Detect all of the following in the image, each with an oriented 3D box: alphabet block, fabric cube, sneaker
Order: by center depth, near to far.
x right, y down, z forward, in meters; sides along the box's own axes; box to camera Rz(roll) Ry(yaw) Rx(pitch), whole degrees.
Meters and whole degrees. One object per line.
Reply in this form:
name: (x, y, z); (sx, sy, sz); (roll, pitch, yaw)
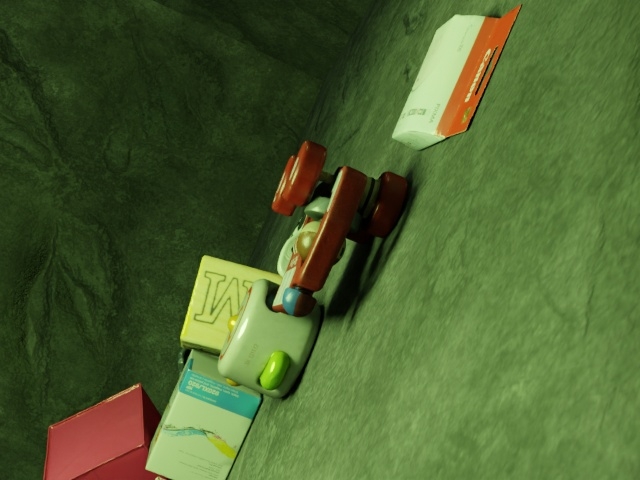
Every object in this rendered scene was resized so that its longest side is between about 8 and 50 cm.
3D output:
alphabet block: (-0.193, 0.162, 1.827); (0.192, 0.197, 0.193); (126, 158, -73)
sneaker: (-0.035, 0.011, 1.827); (0.217, 0.079, 0.121); (-61, 2, -26)
fabric cube: (-0.472, 0.547, 1.931); (0.259, 0.258, 0.254); (-25, 27, -1)

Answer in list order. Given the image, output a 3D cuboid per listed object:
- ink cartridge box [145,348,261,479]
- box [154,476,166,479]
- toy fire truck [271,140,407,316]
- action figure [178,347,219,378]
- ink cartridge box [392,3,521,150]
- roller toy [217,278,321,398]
ink cartridge box: (-0.247, 0.385, 1.754); (0.171, 0.168, 0.233); (-129, 63, -80)
box: (-0.304, 0.575, 1.578); (0.142, 0.154, 0.300); (-62, 5, -33)
toy fire truck: (0.000, 0.000, 1.281); (0.302, 0.169, 0.254); (157, 133, -79)
action figure: (-0.267, 0.423, 2.043); (0.330, 0.178, 0.341); (-74, -20, -77)
ink cartridge box: (0.183, -0.233, 1.162); (0.232, 0.066, 0.189); (162, 132, -85)
roller toy: (-0.099, 0.174, 1.482); (0.209, 0.146, 0.191); (134, 159, -70)
